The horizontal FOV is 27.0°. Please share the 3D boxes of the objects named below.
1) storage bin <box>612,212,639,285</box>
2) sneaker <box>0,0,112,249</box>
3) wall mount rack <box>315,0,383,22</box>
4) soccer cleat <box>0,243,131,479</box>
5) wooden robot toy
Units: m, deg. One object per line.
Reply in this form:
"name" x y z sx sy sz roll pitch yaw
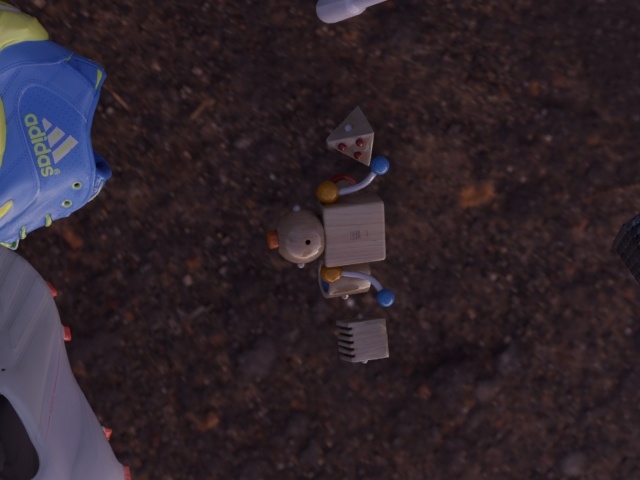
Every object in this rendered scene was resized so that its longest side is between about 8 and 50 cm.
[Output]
"storage bin" 0.291 -0.004 0.979 0.122 0.180 0.084 -34 79 5
"sneaker" -0.199 -0.018 0.797 0.126 0.091 0.240 19 105 -15
"wall mount rack" 0.142 -0.234 0.719 0.350 0.130 0.304 -29 153 -32
"soccer cleat" -0.162 0.064 0.671 0.076 0.196 0.068 17 119 -49
"wooden robot toy" 0.000 0.000 0.891 0.079 0.076 0.173 -9 110 -17
